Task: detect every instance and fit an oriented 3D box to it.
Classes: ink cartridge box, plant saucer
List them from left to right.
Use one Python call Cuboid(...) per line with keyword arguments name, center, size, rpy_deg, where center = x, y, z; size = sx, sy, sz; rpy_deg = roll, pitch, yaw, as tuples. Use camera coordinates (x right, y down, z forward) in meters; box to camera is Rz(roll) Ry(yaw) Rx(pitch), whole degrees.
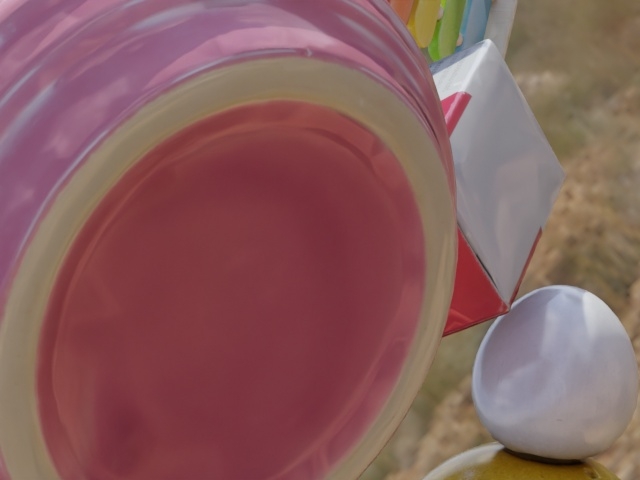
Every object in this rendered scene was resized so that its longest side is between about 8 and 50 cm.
Cuboid(name="plant saucer", center=(-0.057, 0.024, 0.850), size=(0.332, 0.332, 0.084), rpy_deg=(-48, 43, -11))
Cuboid(name="ink cartridge box", center=(0.000, 0.000, 1.336), size=(0.306, 0.131, 0.226), rpy_deg=(-21, 20, 25))

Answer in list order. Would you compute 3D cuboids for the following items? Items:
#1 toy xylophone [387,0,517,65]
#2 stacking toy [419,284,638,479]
Cuboid(name="toy xylophone", center=(0.079, -0.264, 1.536), size=(0.081, 0.322, 0.236), rpy_deg=(5, 79, 26))
Cuboid(name="stacking toy", center=(0.135, 0.266, 1.339), size=(0.350, 0.350, 0.480), rpy_deg=(-132, 47, -80))
